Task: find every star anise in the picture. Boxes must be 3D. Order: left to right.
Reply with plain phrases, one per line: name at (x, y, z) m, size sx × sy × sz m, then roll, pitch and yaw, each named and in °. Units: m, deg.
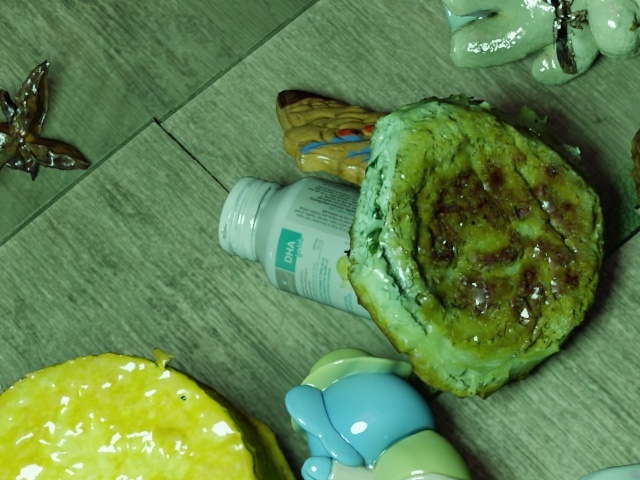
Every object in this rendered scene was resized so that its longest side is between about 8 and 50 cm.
star anise at (-0.379, -0.117, 2.131) m, size 0.158 × 0.144 × 0.140 m, roll -26°, pitch 90°, yaw 31°

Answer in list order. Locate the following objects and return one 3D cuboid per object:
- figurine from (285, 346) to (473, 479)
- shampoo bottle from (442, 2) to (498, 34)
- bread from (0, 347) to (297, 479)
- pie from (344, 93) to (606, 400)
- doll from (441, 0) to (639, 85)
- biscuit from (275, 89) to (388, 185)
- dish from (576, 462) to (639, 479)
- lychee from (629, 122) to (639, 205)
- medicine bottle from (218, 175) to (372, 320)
figurine at (0.055, 0.219, 1.816) m, size 0.180 × 0.153 × 0.262 m, roll -4°, pitch 38°, yaw -11°
shampoo bottle at (0.245, -0.299, 2.130) m, size 0.195 × 0.056 × 0.056 m, roll -15°, pitch 60°, yaw 5°
bread at (-0.208, 0.313, 1.814) m, size 0.398 × 0.215 × 0.398 m, roll -3°, pitch 66°, yaw 7°
pie at (0.172, -0.007, 1.894) m, size 0.288 × 0.103 × 0.354 m, roll 24°, pitch 65°, yaw -23°
doll at (0.276, -0.267, 2.047) m, size 0.278 × 0.175 × 0.149 m, roll -9°, pitch 43°, yaw 15°
biscuit at (0.037, -0.118, 2.045) m, size 0.183 × 0.043 × 0.280 m, roll -9°, pitch 34°, yaw -34°
dish at (0.330, 0.323, 1.745) m, size 0.256 × 0.117 × 0.256 m, roll -5°, pitch 62°, yaw 9°
lychee at (0.461, -0.055, 1.860) m, size 0.271 × 0.271 × 0.271 m, roll -5°, pitch 61°, yaw 10°
medicine bottle at (0.000, 0.000, 1.978) m, size 0.215 × 0.135 × 0.135 m, roll 17°, pitch 67°, yaw 20°
